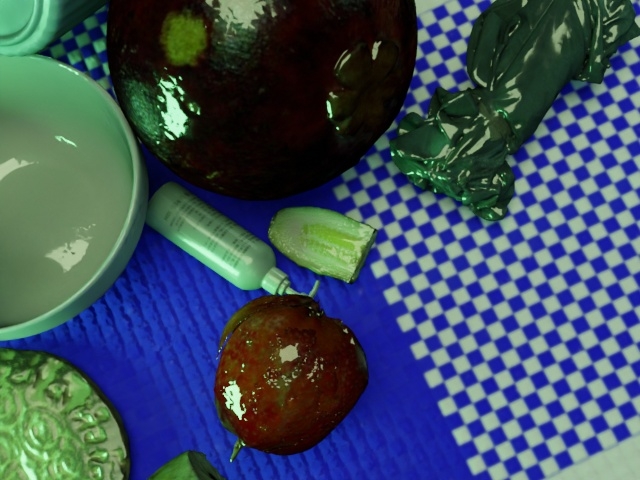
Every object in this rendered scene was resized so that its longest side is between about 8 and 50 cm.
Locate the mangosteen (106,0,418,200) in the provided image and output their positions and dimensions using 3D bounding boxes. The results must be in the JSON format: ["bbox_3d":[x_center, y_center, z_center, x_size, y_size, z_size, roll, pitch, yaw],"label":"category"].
[{"bbox_3d":[-0.079,-0.203,0.978,0.359,0.306,0.306,30,78,33],"label":"mangosteen"}]

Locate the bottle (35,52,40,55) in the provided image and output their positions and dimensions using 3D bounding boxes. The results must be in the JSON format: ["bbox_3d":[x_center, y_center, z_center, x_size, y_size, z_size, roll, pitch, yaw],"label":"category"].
[{"bbox_3d":[-0.380,-0.260,1.129,0.072,0.072,0.202,-28,73,-3],"label":"bottle"}]

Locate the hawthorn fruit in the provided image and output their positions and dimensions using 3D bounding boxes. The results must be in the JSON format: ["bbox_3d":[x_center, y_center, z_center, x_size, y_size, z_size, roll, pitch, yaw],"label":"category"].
[{"bbox_3d":[-0.037,0.136,0.953,0.148,0.148,0.172,28,91,12],"label":"hawthorn fruit"}]

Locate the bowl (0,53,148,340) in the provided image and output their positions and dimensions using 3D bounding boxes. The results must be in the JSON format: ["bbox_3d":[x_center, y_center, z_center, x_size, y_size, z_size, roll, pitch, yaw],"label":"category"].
[{"bbox_3d":[-0.306,-0.032,1.020,0.286,0.144,0.287,-1,74,4],"label":"bowl"}]

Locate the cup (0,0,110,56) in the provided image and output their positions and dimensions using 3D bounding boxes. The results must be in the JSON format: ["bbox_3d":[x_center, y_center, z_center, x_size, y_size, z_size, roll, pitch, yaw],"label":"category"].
[{"bbox_3d":[-0.287,-0.378,0.994,0.331,0.257,0.311,32,52,6],"label":"cup"}]

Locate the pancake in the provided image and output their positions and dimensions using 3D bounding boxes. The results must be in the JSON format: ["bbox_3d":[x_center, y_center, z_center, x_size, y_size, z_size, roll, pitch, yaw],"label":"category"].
[{"bbox_3d":[-0.330,0.245,1.003,0.286,0.033,0.288,21,77,9],"label":"pancake"}]

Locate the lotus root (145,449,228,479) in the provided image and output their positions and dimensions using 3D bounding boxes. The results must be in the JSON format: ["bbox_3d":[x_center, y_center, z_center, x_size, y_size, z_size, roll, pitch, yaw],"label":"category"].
[{"bbox_3d":[-0.146,0.375,0.842,0.250,0.250,0.346,43,82,15],"label":"lotus root"}]

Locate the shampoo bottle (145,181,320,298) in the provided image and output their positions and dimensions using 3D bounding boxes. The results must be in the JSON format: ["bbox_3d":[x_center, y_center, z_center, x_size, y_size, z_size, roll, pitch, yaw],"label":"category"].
[{"bbox_3d":[-0.091,0.012,1.033,0.195,0.056,0.056,34,80,14],"label":"shampoo bottle"}]

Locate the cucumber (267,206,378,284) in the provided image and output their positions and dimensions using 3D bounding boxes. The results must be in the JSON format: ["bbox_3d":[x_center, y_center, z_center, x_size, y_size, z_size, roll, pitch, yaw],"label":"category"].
[{"bbox_3d":[0.000,0.000,1.039,0.107,0.035,0.067,23,88,17],"label":"cucumber"}]

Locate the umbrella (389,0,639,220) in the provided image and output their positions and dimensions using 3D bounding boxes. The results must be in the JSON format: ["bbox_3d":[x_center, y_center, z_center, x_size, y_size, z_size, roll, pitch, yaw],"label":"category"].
[{"bbox_3d":[0.217,-0.183,1.040,0.143,0.094,0.349,36,86,-5],"label":"umbrella"}]
